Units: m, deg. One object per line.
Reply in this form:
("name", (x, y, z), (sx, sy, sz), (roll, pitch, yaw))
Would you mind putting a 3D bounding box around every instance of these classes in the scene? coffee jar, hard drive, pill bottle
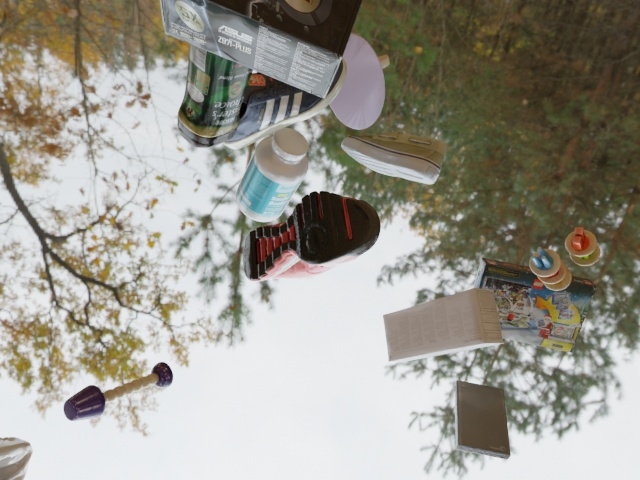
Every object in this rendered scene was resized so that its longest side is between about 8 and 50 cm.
("coffee jar", (-0.157, -0.228, 0.750), (0.079, 0.184, 0.096), (42, -133, 12))
("hard drive", (0.302, 0.335, 0.939), (0.094, 0.022, 0.135), (10, -137, 4))
("pill bottle", (-0.124, -0.175, 1.321), (0.146, 0.264, 0.146), (14, -127, -19))

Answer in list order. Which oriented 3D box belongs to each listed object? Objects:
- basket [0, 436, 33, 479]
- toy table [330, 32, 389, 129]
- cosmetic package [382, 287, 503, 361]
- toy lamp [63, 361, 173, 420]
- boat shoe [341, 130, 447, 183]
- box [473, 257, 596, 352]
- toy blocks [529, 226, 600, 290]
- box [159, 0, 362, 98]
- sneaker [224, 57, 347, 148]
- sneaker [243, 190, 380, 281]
("basket", (-0.597, 0.399, 0.588), (0.266, 0.332, 0.328), (14, 174, 9))
("toy table", (0.092, -0.491, 1.497), (0.252, 0.275, 0.161), (-4, -147, 0))
("cosmetic package", (0.225, 0.168, 0.951), (0.060, 0.239, 0.099), (11, -114, -34))
("toy lamp", (-0.486, 0.365, 1.212), (0.080, 0.080, 0.274), (25, -165, 24))
("boat shoe", (0.176, -0.214, 1.203), (0.302, 0.094, 0.109), (27, 175, 43))
("box", (0.445, 0.139, 1.073), (0.232, 0.159, 0.044), (12, -163, 3))
("toy blocks", (0.438, 0.023, 0.898), (0.148, 0.123, 0.054), (30, -162, -49))
("box", (-0.049, -0.255, 0.507), (0.180, 0.148, 0.077), (21, 161, -7))
("sneaker", (-0.109, -0.342, 1.136), (0.148, 0.349, 0.131), (47, -164, -56))
("sneaker", (0.000, -0.001, 0.840), (0.136, 0.116, 0.313), (8, 163, -40))
